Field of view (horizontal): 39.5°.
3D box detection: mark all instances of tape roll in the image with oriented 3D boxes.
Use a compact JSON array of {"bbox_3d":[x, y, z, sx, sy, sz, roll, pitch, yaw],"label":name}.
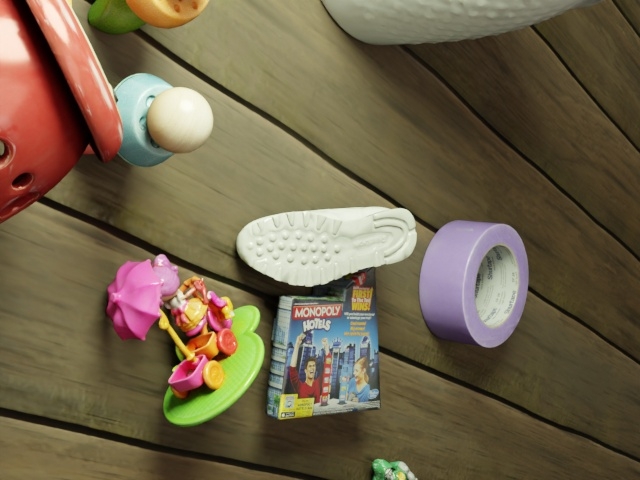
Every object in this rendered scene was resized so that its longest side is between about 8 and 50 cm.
[{"bbox_3d":[0.237,0.065,1.364,0.189,0.080,0.189,-9,103,-47],"label":"tape roll"}]

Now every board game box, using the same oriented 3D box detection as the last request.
[{"bbox_3d":[0.006,0.120,1.130,0.194,0.060,0.194,7,89,-48],"label":"board game box"}]

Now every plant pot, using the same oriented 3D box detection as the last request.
[{"bbox_3d":[-0.258,-0.112,0.674,0.174,0.191,0.191,-29,119,-13],"label":"plant pot"}]

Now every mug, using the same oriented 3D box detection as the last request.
[{"bbox_3d":[0.221,-0.373,1.102,0.374,0.328,0.276,16,83,-48],"label":"mug"}]

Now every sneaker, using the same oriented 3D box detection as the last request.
[{"bbox_3d":[0.000,0.000,1.096,0.235,0.095,0.090,-3,102,-28],"label":"sneaker"}]

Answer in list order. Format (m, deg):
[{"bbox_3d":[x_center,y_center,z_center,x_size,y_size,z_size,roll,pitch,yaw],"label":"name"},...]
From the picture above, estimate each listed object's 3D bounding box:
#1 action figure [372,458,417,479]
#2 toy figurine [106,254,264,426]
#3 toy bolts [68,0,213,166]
[{"bbox_3d":[0.129,0.398,1.306,0.137,0.063,0.232,-49,125,-28],"label":"action figure"},{"bbox_3d":[-0.149,0.077,0.931,0.159,0.130,0.173,54,34,-26],"label":"toy figurine"},{"bbox_3d":[-0.183,-0.176,0.808,0.218,0.158,0.229,-18,108,-45],"label":"toy bolts"}]
